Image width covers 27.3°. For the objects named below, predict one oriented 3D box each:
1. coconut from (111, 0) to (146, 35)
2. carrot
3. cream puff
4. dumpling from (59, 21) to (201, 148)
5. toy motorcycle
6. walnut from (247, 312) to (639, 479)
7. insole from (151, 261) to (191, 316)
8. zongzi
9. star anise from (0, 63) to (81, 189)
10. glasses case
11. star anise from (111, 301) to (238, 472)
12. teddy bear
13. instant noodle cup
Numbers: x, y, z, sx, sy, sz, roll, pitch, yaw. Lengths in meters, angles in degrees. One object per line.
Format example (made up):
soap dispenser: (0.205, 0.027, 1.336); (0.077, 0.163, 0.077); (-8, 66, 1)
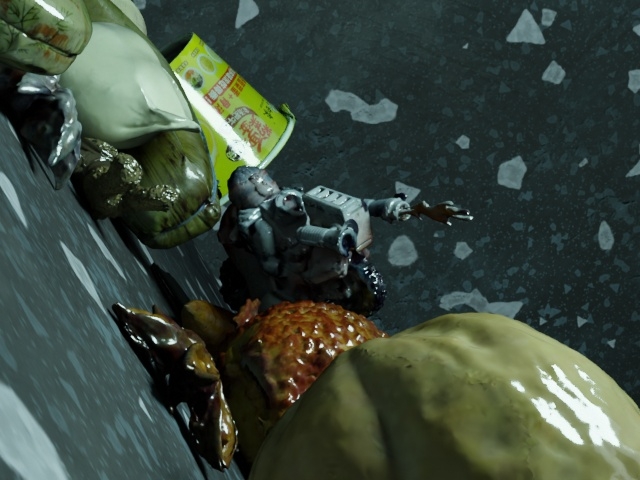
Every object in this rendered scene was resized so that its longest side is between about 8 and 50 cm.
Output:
coconut: (-0.350, -0.294, 2.032); (0.183, 0.171, 0.171); (-91, 161, -44)
carrot: (-0.143, 0.108, 1.707); (0.072, 0.072, 0.205); (59, -1, 19)
cream puff: (0.014, 0.209, 1.531); (0.350, 0.229, 0.350); (57, -5, 7)
dumpling: (-0.248, -0.182, 1.537); (0.250, 0.132, 0.162); (27, 20, 7)
toy motorcycle: (0.000, 0.000, 1.613); (0.401, 0.134, 0.207); (1, -68, 46)
walnut: (0.115, 0.240, 0.981); (0.381, 0.381, 0.381); (59, -3, 4)
insole: (-0.199, 0.091, 1.910); (0.119, 0.009, 0.348); (58, -3, 10)
zongzi: (-0.255, -0.188, 1.658); (0.360, 0.160, 0.323); (67, -6, -34)
star anise: (-0.270, -0.143, 1.240); (0.180, 0.061, 0.204); (60, -2, -19)
glasses case: (-0.310, -0.269, 1.204); (0.156, 0.098, 0.425); (33, 12, -33)
star anise: (-0.123, 0.109, 1.159); (0.212, 0.053, 0.157); (59, -2, 39)
teddy bear: (-0.231, -0.061, 1.434); (0.119, 0.078, 0.160); (34, -3, -39)
instant noodle cup: (-0.224, -0.188, 2.168); (0.221, 0.311, 0.311); (50, 1, -19)
